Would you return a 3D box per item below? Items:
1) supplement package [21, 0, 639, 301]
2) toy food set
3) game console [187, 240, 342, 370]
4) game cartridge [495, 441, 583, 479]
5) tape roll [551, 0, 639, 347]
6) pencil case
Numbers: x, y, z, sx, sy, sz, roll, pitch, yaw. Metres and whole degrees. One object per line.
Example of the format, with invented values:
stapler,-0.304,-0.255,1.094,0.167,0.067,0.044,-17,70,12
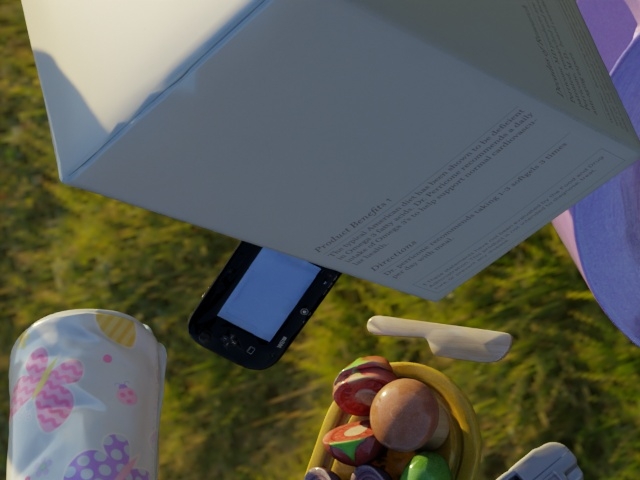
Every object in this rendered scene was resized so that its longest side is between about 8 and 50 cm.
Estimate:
supplement package,0.004,-0.064,0.531,0.105,0.179,0.105,-37,54,29
toy food set,0.042,0.150,1.128,0.128,0.071,0.218,15,83,28
game console,0.000,0.000,1.570,0.213,0.044,0.361,33,121,-4
game cartridge,0.148,0.333,1.644,0.060,0.294,0.196,48,172,27
tape roll,0.260,-0.056,0.880,0.090,0.274,0.275,-108,25,-60
pencil case,-0.165,0.182,1.149,0.124,0.113,0.273,-20,51,12
